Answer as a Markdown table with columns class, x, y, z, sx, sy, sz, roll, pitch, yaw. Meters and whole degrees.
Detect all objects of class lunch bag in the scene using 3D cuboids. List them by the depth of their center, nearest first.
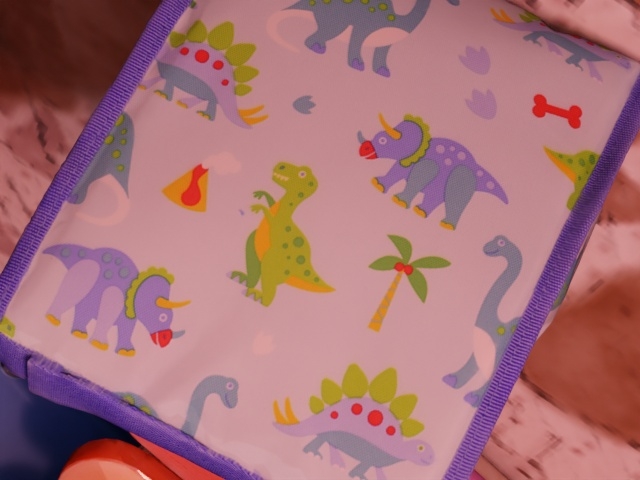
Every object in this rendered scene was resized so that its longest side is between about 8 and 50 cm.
| class | x | y | z | sx | sy | sz | roll | pitch | yaw |
| --- | --- | --- | --- | --- | --- | --- | --- | --- | --- |
| lunch bag | 0.000 | 0.000 | 0.487 | 0.129 | 0.151 | 0.096 | 26 | 143 | 6 |

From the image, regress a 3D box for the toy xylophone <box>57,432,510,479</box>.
| class | x | y | z | sx | sy | sz | roll | pitch | yaw |
| --- | --- | --- | --- | --- | --- | --- | --- | --- | --- |
| toy xylophone | -0.022 | 0.160 | 0.705 | 0.236 | 0.081 | 0.323 | 36 | 127 | -11 |

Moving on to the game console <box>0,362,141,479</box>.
| class | x | y | z | sx | sy | sz | roll | pitch | yaw |
| --- | --- | --- | --- | --- | --- | --- | --- | --- | --- |
| game console | -0.191 | 0.102 | 0.846 | 0.293 | 0.173 | 0.250 | 46 | 172 | -19 |
